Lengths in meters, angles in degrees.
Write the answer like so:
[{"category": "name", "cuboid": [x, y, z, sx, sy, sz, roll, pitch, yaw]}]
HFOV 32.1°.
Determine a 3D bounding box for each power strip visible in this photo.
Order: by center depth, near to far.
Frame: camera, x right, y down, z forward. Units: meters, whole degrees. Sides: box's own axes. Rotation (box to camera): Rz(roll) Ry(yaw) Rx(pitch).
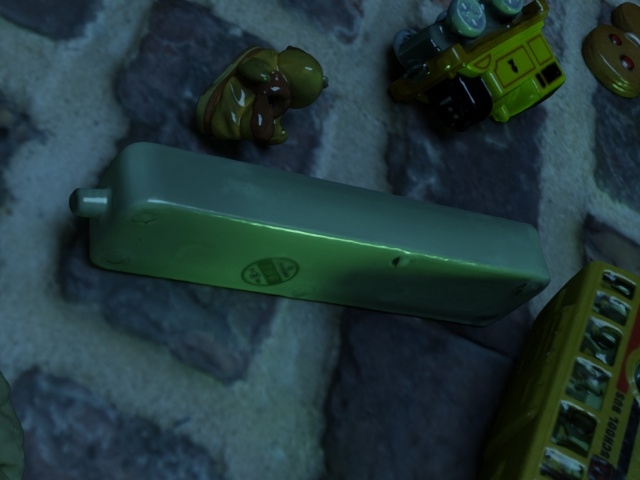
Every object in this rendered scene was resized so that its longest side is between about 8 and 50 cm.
[{"category": "power strip", "cuboid": [0.000, 0.000, 0.826, 0.385, 0.091, 0.062, 11, 55, -30]}]

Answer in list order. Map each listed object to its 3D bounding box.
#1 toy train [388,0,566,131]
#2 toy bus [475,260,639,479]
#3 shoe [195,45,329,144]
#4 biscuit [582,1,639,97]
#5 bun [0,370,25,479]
[{"category": "toy train", "cuboid": [0.152, -0.169, 1.048, 0.219, 0.089, 0.127, -34, 95, -45]}, {"category": "toy bus", "cuboid": [0.190, 0.167, 0.836, 0.123, 0.121, 0.335, 33, 47, -2]}, {"category": "shoe", "cuboid": [-0.045, -0.111, 0.882, 0.069, 0.072, 0.109, 22, 31, 30]}, {"category": "biscuit", "cuboid": [0.399, -0.209, 1.286, 0.250, 0.036, 0.165, -3, 63, -37]}, {"category": "bun", "cuboid": [-0.237, 0.111, 0.576, 0.183, 0.102, 0.183, 17, 52, -23]}]
